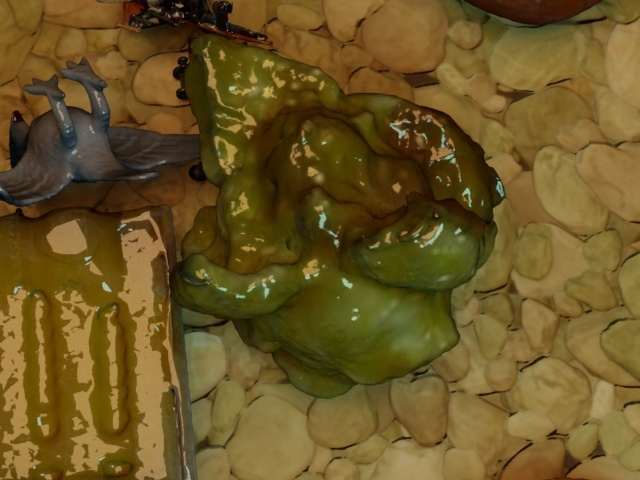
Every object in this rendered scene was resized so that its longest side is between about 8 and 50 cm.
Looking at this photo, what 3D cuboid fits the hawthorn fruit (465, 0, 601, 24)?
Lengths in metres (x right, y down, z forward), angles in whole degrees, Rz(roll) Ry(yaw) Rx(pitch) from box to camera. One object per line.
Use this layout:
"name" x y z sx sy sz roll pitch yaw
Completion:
"hawthorn fruit" 0.199 -0.338 1.516 0.235 0.263 0.231 -35 52 21

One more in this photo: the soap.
"soap" -0.248 0.117 1.459 0.259 0.143 0.281 -7 75 5

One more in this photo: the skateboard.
"skateboard" -0.103 -0.140 1.563 0.080 0.067 0.151 -8 72 -9

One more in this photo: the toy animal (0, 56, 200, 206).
"toy animal" -0.231 -0.083 1.471 0.239 0.176 0.255 -21 44 -30

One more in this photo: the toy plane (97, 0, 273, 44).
"toy plane" -0.130 -0.236 1.559 0.188 0.062 0.135 14 40 28

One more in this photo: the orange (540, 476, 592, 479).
"orange" 0.230 0.307 1.381 0.193 0.161 0.193 0 71 1

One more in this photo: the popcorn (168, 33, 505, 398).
"popcorn" -0.009 -0.002 1.405 0.321 0.290 0.326 33 49 21
